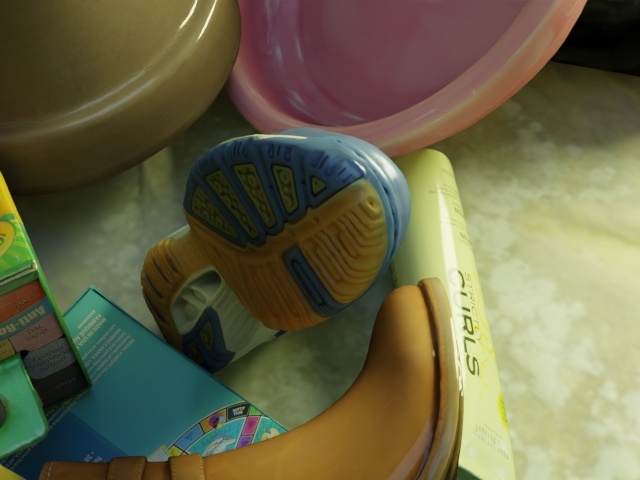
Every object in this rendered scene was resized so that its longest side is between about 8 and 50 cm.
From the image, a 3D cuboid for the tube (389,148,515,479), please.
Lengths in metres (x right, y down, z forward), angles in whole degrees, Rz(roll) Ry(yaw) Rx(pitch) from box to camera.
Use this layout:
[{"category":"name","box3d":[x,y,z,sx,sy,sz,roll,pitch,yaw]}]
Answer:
[{"category":"tube","box3d":[0.084,0.051,0.877,0.070,0.062,0.240,3,54,-20]}]

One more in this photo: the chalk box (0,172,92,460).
[{"category":"chalk box","box3d":[-0.220,0.034,0.758,0.132,0.132,0.213,-24,55,-12]}]

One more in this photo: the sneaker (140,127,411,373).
[{"category":"sneaker","box3d":[-0.010,-0.010,0.789,0.131,0.296,0.112,-26,88,-27]}]

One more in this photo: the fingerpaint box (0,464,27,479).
[{"category":"fingerpaint box","box3d":[-0.355,0.302,0.590,0.371,0.163,0.445,-5,63,19]}]

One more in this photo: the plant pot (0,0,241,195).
[{"category":"plant pot","box3d":[-0.204,-0.201,0.899,0.263,0.229,0.263,-8,48,9]}]

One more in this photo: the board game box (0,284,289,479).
[{"category":"board game box","box3d":[-0.088,0.218,0.768,0.336,0.079,0.254,34,63,17]}]

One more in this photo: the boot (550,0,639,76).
[{"category":"boot","box3d":[0.296,-0.340,1.072,0.367,0.146,0.445,-4,60,-6]}]

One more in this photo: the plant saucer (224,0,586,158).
[{"category":"plant saucer","box3d":[0.069,-0.202,0.941,0.332,0.084,0.332,-19,59,35]}]

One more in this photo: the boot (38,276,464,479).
[{"category":"boot","box3d":[-0.038,0.138,0.725,0.220,0.109,0.283,6,65,7]}]
